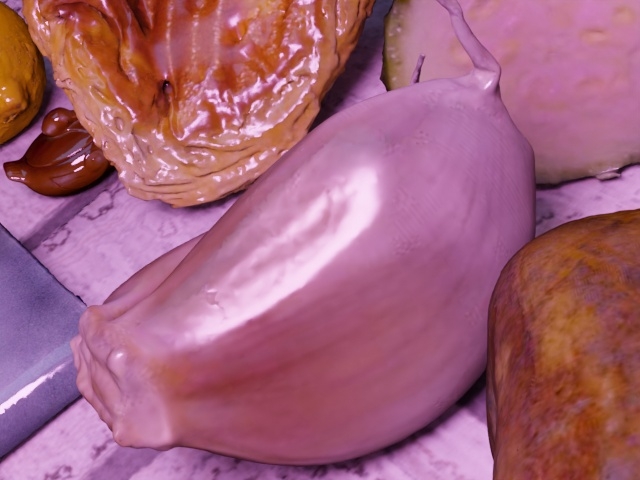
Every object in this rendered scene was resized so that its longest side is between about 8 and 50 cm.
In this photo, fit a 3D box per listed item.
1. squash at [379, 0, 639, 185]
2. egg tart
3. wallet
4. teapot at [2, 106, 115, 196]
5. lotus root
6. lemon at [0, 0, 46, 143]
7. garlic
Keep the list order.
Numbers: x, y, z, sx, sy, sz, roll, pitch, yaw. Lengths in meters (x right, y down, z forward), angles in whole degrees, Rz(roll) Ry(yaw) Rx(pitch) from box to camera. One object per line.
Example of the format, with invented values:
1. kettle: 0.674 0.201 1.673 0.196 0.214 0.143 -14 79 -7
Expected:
1. squash: 0.198 -0.256 1.005 0.263 0.263 0.384 -10 43 23
2. egg tart: -0.101 -0.223 1.169 0.339 0.153 0.351 -41 75 1
3. wallet: -0.328 0.111 1.090 0.251 0.054 0.290 -40 38 -16
4. teapot: -0.256 -0.095 1.251 0.129 0.078 0.098 -30 38 -1
5. lotus root: 0.188 0.124 0.612 0.250 0.250 0.346 -18 36 14
6. lemon: -0.385 -0.183 1.359 0.173 0.173 0.206 -41 49 -14
7. garlic: 0.000 0.000 0.862 0.340 0.246 0.231 -51 29 3
